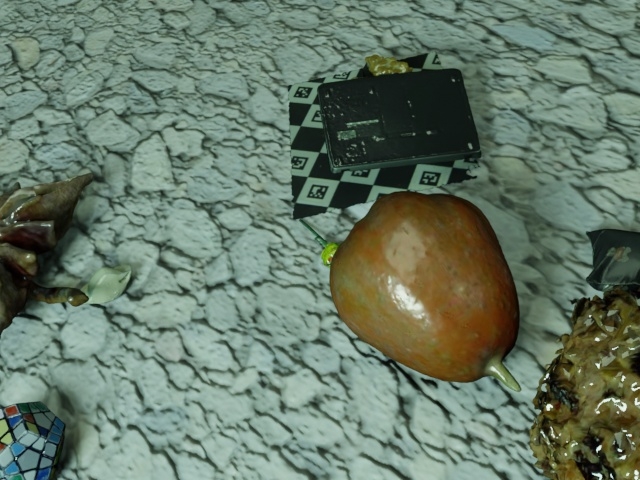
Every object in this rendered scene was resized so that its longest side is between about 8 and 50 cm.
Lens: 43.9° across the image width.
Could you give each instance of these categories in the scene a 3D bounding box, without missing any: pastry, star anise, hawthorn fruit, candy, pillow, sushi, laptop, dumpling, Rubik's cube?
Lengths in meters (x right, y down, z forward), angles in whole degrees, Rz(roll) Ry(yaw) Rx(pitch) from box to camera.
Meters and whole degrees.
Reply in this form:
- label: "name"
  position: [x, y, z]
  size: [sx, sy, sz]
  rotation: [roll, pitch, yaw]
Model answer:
- label: "pastry"
  position: [0.329, 0.160, 0.733]
  size: [0.275, 0.193, 0.274]
  rotation: [-20, 55, 31]
- label: "star anise"
  position: [-0.440, 0.025, 1.094]
  size: [0.350, 0.109, 0.292]
  rotation: [-10, 54, 19]
- label: "hawthorn fruit"
  position: [0.131, 0.066, 0.856]
  size: [0.200, 0.199, 0.251]
  rotation: [-32, 64, -11]
- label: "candy"
  position: [0.000, 0.000, 1.041]
  size: [0.123, 0.035, 0.035]
  rotation: [47, 114, 46]
- label: "pillow"
  position: [0.377, 0.027, 0.900]
  size: [0.150, 0.048, 0.090]
  rotation: [4, 61, 14]
- label: "sushi"
  position: [0.073, -0.178, 1.151]
  size: [0.264, 0.050, 0.289]
  rotation: [-12, 50, 6]
- label: "laptop"
  position: [0.106, -0.168, 1.089]
  size: [0.207, 0.026, 0.153]
  rotation: [-6, 65, -4]
- label: "dumpling"
  position: [-0.291, 0.057, 1.069]
  size: [0.059, 0.043, 0.077]
  rotation: [21, 75, 48]
- label: "Rubik's cube"
  position: [-0.343, 0.236, 0.902]
  size: [0.111, 0.111, 0.093]
  rotation: [-47, 31, -22]
